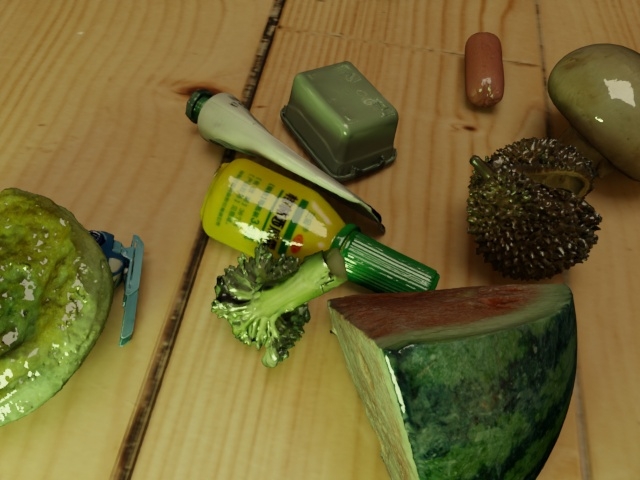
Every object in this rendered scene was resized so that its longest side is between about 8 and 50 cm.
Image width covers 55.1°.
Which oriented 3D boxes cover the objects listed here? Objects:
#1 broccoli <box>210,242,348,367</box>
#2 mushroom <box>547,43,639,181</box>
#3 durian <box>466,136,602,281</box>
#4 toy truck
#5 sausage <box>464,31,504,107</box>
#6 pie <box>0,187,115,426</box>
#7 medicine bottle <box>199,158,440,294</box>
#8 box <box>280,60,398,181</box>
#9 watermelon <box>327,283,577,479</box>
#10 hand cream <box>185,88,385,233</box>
[{"bbox_3d":[-0.034,0.054,0.658,0.118,0.204,0.122,46,56,-11],"label":"broccoli"},{"bbox_3d":[0.420,-0.179,0.891,0.226,0.178,0.226,26,43,-27],"label":"mushroom"},{"bbox_3d":[0.257,-0.050,0.767,0.196,0.167,0.196,30,35,-23],"label":"durian"},{"bbox_3d":[-0.252,0.054,0.723,0.074,0.063,0.136,10,57,-18],"label":"toy truck"},{"bbox_3d":[0.268,-0.280,1.006,0.062,0.062,0.154,8,54,1],"label":"sausage"},{"bbox_3d":[-0.353,0.065,0.656,0.277,0.078,0.277,-4,68,10],"label":"pie"},{"bbox_3d":[0.000,0.000,0.767,0.309,0.076,0.111,25,92,7],"label":"medicine bottle"},{"bbox_3d":[0.031,-0.180,0.888,0.124,0.093,0.172,-23,59,-26],"label":"box"},{"bbox_3d":[0.124,0.107,0.601,0.292,0.250,0.283,41,55,18],"label":"watermelon"},{"bbox_3d":[-0.051,-0.112,0.834,0.336,0.121,0.076,34,92,22],"label":"hand cream"}]
